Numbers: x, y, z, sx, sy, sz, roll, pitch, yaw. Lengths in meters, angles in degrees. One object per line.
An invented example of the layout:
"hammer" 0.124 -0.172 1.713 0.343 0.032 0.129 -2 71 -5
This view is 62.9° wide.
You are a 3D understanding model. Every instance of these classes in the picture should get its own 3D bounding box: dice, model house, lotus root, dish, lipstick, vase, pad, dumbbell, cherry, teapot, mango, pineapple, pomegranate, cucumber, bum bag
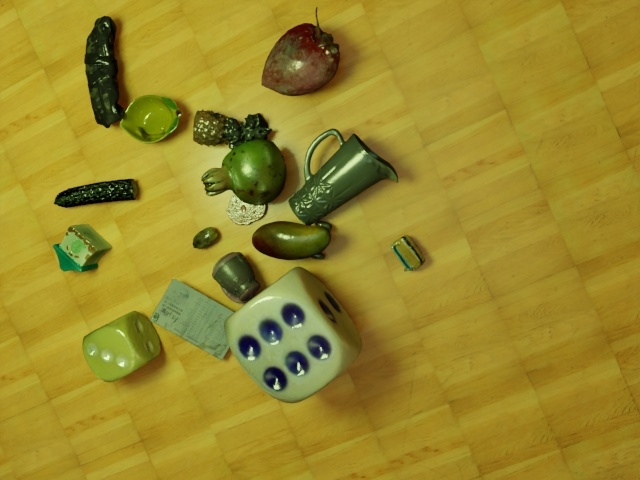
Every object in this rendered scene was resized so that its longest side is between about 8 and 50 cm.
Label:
"dice" -0.626 0.333 1.656 0.166 0.169 0.169 -28 91 9
"model house" -0.777 0.038 1.686 0.127 0.100 0.149 42 101 3
"lotus root" -0.367 -0.005 1.651 0.099 0.049 0.054 -32 92 15
"dish" -0.509 -0.370 1.621 0.208 0.080 0.148 -6 91 10
"lipstick" -0.407 0.251 1.680 0.048 0.048 0.158 -9 95 9
"vase" 0.041 -0.181 1.536 0.301 0.156 0.251 -39 92 15
"pad" -0.388 0.249 1.652 0.265 0.009 0.159 30 93 -3
"dumbbell" 0.000 0.000 1.602 0.052 0.046 0.118 13 97 1
"cherry" -0.063 -0.508 1.499 0.250 0.175 0.192 -28 82 11
"teapot" -0.261 0.127 1.605 0.146 0.116 0.148 47 106 14
"dice" -0.075 0.265 1.507 0.277 0.304 0.304 -37 89 10
"mango" -0.095 -0.001 1.553 0.268 0.111 0.133 -2 138 27
"pineapple" -0.264 -0.335 1.582 0.237 0.111 0.119 6 128 -2
"pomegranate" -0.202 -0.184 1.511 0.190 0.241 0.159 -35 71 37
"cucumber" -0.725 -0.147 1.675 0.300 0.072 0.072 -7 94 8
"bum bag" -0.672 -0.514 1.611 0.144 0.095 0.340 -6 91 38

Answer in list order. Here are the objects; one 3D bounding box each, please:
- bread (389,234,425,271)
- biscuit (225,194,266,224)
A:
"bread" 0.265 0.038 1.568 0.072 0.053 0.106 -37 87 33
"biscuit" -0.232 -0.101 1.637 0.130 0.019 0.102 -18 93 9
